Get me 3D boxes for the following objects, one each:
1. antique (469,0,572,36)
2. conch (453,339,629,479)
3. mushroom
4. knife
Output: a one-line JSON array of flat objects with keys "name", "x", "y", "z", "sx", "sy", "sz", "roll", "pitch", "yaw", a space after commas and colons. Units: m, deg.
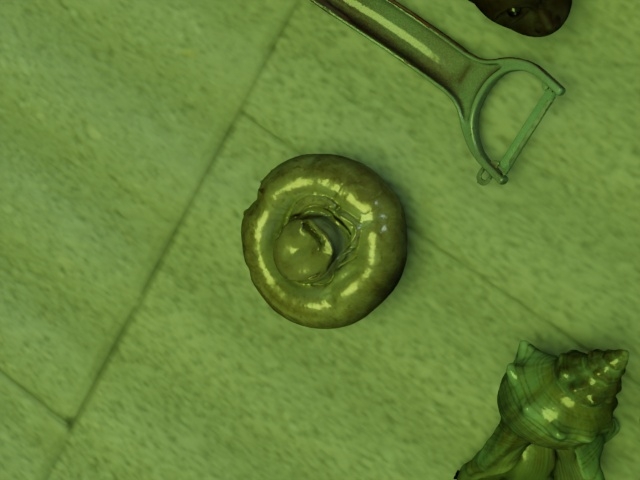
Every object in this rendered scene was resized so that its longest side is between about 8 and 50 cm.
[{"name": "antique", "x": 0.156, "y": -0.300, "z": 1.218, "sx": 0.121, "sy": 0.143, "sz": 0.257, "roll": -7, "pitch": 97, "yaw": 22}, {"name": "conch", "x": 0.221, "y": 0.165, "z": 1.283, "sx": 0.137, "sy": 0.114, "sz": 0.234, "roll": 37, "pitch": 145, "yaw": 24}, {"name": "mushroom", "x": 0.000, "y": 0.000, "z": 1.333, "sx": 0.166, "sy": 0.127, "sz": 0.166, "roll": 1, "pitch": 91, "yaw": 26}, {"name": "knife", "x": 0.087, "y": -0.170, "z": 1.311, "sx": 0.278, "sy": 0.053, "sz": 0.123, "roll": 38, "pitch": 114, "yaw": 14}]
